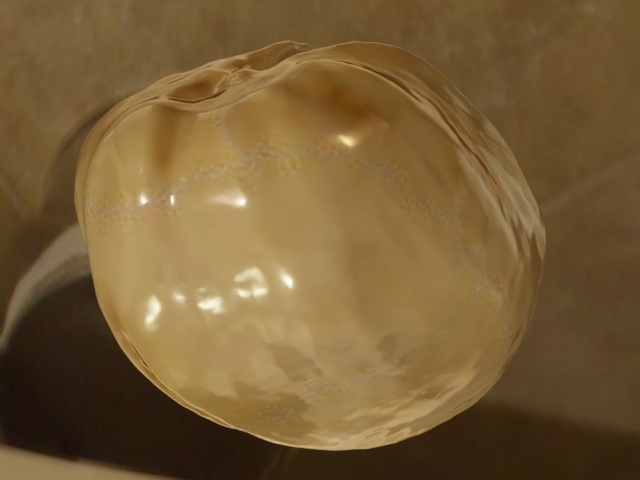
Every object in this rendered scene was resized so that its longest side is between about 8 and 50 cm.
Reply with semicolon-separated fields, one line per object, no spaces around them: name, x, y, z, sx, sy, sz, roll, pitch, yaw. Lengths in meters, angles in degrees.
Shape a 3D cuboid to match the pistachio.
pistachio;0.000;0.000;1.017;0.321;0.229;0.238;20;86;-44
